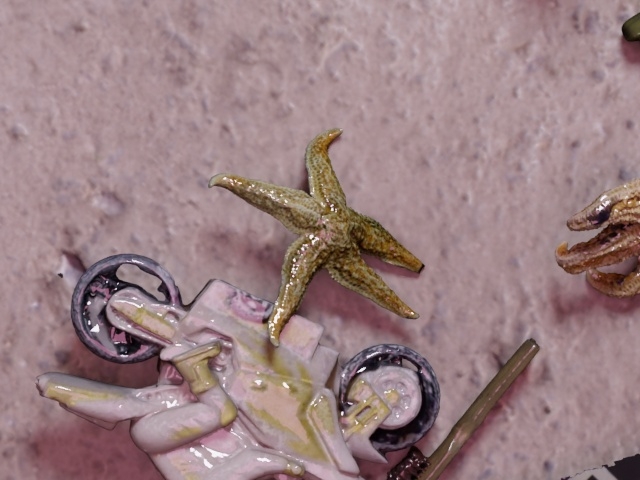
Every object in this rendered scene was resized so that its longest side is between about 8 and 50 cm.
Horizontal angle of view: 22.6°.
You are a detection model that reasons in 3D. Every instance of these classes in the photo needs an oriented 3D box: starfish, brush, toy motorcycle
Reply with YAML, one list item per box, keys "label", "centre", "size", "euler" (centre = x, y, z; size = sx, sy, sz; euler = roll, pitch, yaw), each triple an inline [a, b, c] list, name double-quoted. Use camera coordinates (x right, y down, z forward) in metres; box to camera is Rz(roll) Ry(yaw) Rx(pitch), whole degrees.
- label: "starfish"
  centre: [0.001, 0.000, 1.389]
  size: [0.223, 0.050, 0.217]
  euler: [26, 69, -16]
- label: "starfish"
  centre: [0.314, -0.041, 1.384]
  size: [0.238, 0.216, 0.071]
  euler: [-21, 54, -28]
- label: "brush"
  centre: [0.108, 0.181, 1.431]
  size: [0.036, 0.043, 0.248]
  euler: [39, 93, -8]
- label: "toy motorcycle"
  centre: [-0.076, 0.152, 1.399]
  size: [0.340, 0.108, 0.223]
  euler: [22, 87, -8]

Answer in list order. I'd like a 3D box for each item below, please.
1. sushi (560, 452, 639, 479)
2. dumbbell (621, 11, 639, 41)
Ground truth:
- label: "sushi"
  centre: [0.301, 0.302, 1.435]
  size: [0.290, 0.050, 0.264]
  euler: [-20, 100, 0]
- label: "dumbbell"
  centre: [0.309, -0.149, 1.409]
  size: [0.046, 0.052, 0.118]
  euler: [-27, 92, -2]
